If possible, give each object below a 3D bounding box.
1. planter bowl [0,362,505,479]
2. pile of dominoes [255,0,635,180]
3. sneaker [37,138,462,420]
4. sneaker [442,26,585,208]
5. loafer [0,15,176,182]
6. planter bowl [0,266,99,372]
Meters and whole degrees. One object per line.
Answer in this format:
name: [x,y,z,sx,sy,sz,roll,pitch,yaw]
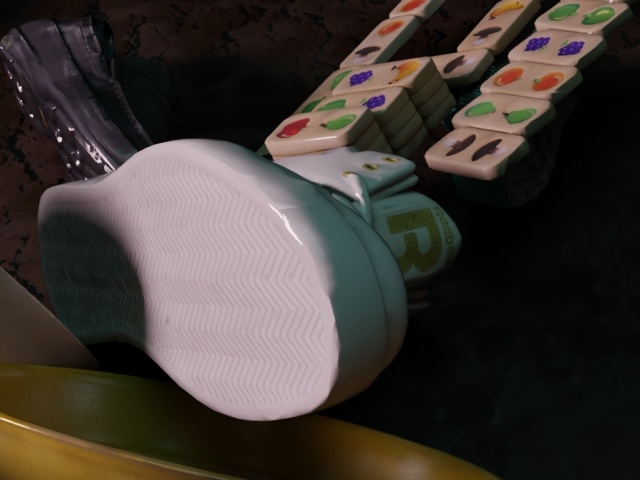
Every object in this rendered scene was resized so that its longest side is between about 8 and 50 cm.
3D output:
planter bowl: [-0.041,0.112,0.591,0.217,0.090,0.217,12,1,0]
pile of dominoes: [0.071,-0.111,0.883,0.196,0.040,0.251,-4,35,42]
sneaker: [0.000,0.000,0.685,0.169,0.108,0.292,-9,9,-25]
sneaker: [0.094,-0.068,0.895,0.076,0.065,0.166,-5,29,28]
loafer: [-0.115,-0.073,0.894,0.078,0.076,0.223,-24,36,-13]
planter bowl: [-0.191,0.042,0.698,0.162,0.162,0.109,31,76,39]
